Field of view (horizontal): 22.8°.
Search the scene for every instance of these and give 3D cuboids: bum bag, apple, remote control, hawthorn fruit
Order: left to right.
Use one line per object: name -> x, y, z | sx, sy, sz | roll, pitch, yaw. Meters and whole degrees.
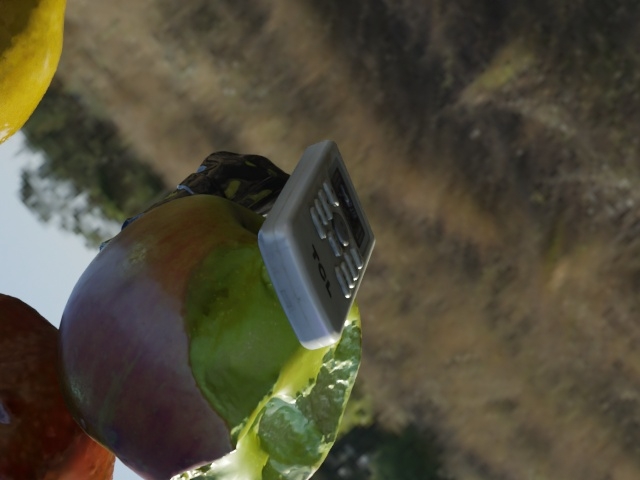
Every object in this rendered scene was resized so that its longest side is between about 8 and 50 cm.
hawthorn fruit -> -0.323, 0.216, 1.451 | 0.287, 0.287, 0.330 | 46, 154, 32
bum bag -> -0.122, -0.015, 1.531 | 0.106, 0.232, 0.060 | 30, 139, 29
apple -> -0.082, 0.086, 1.271 | 0.246, 0.226, 0.246 | 35, -177, -2
remote control -> 0.000, 0.000, 1.036 | 0.190, 0.029, 0.087 | -63, -48, -68

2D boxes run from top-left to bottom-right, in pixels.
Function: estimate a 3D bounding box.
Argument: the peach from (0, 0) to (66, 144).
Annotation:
peach -> -0.182, -0.097, 0.637 | 0.103, 0.179, 0.179 | 20, 157, 34
